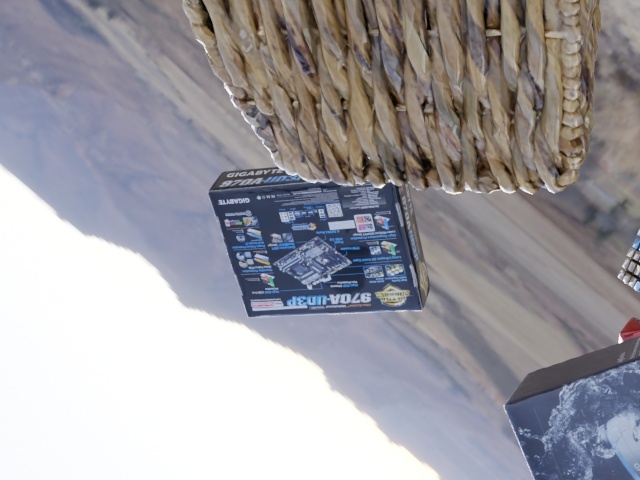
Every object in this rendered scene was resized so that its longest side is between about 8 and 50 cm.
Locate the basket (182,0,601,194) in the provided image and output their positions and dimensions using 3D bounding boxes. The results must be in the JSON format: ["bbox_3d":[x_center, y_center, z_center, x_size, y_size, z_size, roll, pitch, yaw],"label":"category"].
[{"bbox_3d":[0.044,-0.203,0.539,0.213,0.223,0.299,3,135,17],"label":"basket"}]

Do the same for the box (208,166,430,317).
[{"bbox_3d":[0.000,0.000,1.148,0.051,0.220,0.175,-63,-36,-54],"label":"box"}]

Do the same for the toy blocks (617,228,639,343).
[{"bbox_3d":[0.549,0.053,1.429,0.260,0.382,0.191,17,-168,-16],"label":"toy blocks"}]

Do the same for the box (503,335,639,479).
[{"bbox_3d":[0.228,0.145,0.669,0.156,0.158,0.093,68,-158,3],"label":"box"}]
